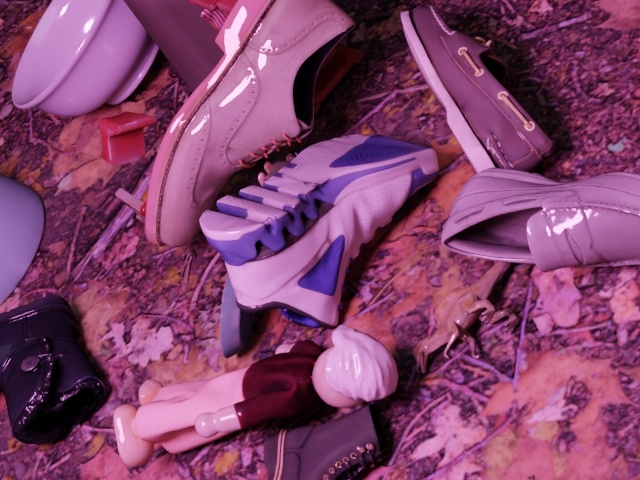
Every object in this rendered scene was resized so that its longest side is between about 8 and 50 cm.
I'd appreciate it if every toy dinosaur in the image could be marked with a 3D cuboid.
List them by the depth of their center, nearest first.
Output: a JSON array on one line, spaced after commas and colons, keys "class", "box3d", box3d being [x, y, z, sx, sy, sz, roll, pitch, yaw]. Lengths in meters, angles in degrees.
[{"class": "toy dinosaur", "box3d": [0.169, 0.073, 1.671, 0.183, 0.053, 0.092, -48, 39, -9]}]

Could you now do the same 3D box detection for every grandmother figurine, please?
[{"class": "grandmother figurine", "box3d": [-0.063, 0.171, 1.718, 0.342, 0.104, 0.208, -16, 24, 31]}]

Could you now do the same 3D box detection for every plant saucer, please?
[{"class": "plant saucer", "box3d": [-0.097, 0.084, 1.837, 0.021, 0.119, 0.119, 6, 53, 9]}]

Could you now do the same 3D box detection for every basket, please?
[{"class": "basket", "box3d": [-0.189, -0.336, 2.196, 0.154, 0.227, 0.204, -45, 40, -5]}]

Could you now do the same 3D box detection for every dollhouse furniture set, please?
[{"class": "dollhouse furniture set", "box3d": [-0.139, -0.196, 2.048, 0.152, 0.201, 0.374, 24, 70, 48]}]

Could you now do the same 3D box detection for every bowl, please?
[{"class": "bowl", "box3d": [-0.583, -0.010, 2.264, 0.311, 0.163, 0.312, -22, 42, 21]}, {"class": "bowl", "box3d": [-0.338, -0.300, 2.325, 0.298, 0.134, 0.298, -40, 32, 32]}]

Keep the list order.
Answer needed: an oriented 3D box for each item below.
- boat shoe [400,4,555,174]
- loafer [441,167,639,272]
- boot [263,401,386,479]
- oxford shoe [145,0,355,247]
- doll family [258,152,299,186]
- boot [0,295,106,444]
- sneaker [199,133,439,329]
[{"class": "boat shoe", "box3d": [0.186, -0.189, 1.854, 0.096, 0.116, 0.324, -29, 45, 7]}, {"class": "loafer", "box3d": [0.268, -0.009, 1.618, 0.319, 0.112, 0.111, 5, 47, 48]}, {"class": "boot", "box3d": [0.013, 0.260, 1.613, 0.137, 0.077, 0.198, -23, 44, 13]}, {"class": "oxford shoe", "box3d": [-0.096, -0.143, 1.912, 0.397, 0.146, 0.140, -62, -9, 19]}, {"class": "doll family", "box3d": [-0.036, -0.051, 1.938, 0.111, 0.076, 0.193, 8, 64, 37]}, {"class": "boot", "box3d": [-0.412, 0.188, 1.976, 0.246, 0.094, 0.207, -24, 37, -5]}, {"class": "sneaker", "box3d": [-0.001, 0.001, 1.822, 0.315, 0.182, 0.127, -28, 32, -32]}]
